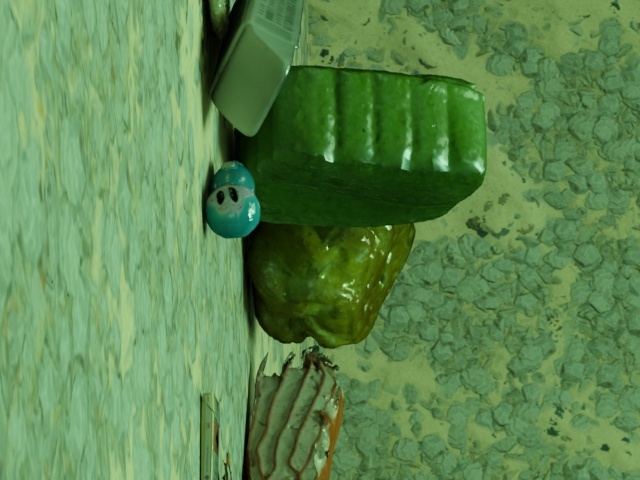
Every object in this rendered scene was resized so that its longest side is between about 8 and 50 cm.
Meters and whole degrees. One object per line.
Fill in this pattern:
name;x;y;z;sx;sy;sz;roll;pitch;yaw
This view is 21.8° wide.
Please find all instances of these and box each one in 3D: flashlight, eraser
flashlight;-0.081;-0.039;1.521;0.129;0.051;0.051;-101;-172;-71
eraser;-0.060;-0.200;1.627;0.089;0.061;0.352;-62;-171;22

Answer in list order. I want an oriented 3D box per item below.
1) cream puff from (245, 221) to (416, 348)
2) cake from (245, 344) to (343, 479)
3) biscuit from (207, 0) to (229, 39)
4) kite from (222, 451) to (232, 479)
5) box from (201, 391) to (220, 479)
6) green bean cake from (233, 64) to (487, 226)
cream puff;0.013;0.010;1.930;0.244;0.196;0.244;-2;90;-86
cake;-0.030;0.231;1.855;0.135;0.098;0.287;80;12;-55
biscuit;-0.096;-0.263;1.563;0.152;0.020;0.152;-179;-90;-90
kite;-0.086;0.276;1.592;0.190;0.010;0.159;88;0;-52
box;-0.094;0.176;1.423;0.046;0.012;0.083;78;12;-71
green bean cake;0.042;-0.094;1.733;0.222;0.248;0.125;135;-42;-65
